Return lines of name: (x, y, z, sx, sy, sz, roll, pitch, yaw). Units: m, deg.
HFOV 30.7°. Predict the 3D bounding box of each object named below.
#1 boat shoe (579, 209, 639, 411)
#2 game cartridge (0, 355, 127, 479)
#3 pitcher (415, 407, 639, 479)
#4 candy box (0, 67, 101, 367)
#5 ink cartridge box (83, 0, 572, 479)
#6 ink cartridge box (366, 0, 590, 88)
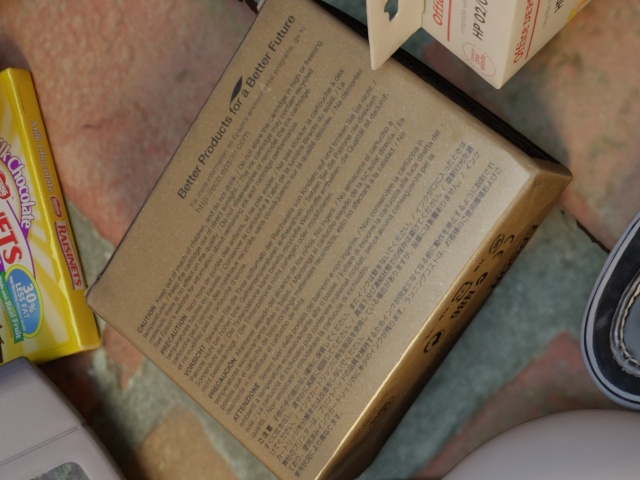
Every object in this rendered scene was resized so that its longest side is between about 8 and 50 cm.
boat shoe: (0.240, -0.022, 0.566, 0.301, 0.102, 0.108, -43, 74, 20)
game cartridge: (-0.197, 0.236, 0.753, 0.196, 0.060, 0.294, -25, 84, -14)
pitcher: (0.093, 0.160, 0.633, 0.207, 0.178, 0.126, -25, 112, 5)
candy box: (-0.227, -0.009, 0.829, 0.105, 0.027, 0.206, -19, 83, 23)
ink cartridge box: (0.000, 0.000, 0.688, 0.193, 0.088, 0.235, 40, 107, 21)
ink cartridge box: (0.107, -0.150, 0.584, 0.181, 0.104, 0.061, -43, 72, -12)
